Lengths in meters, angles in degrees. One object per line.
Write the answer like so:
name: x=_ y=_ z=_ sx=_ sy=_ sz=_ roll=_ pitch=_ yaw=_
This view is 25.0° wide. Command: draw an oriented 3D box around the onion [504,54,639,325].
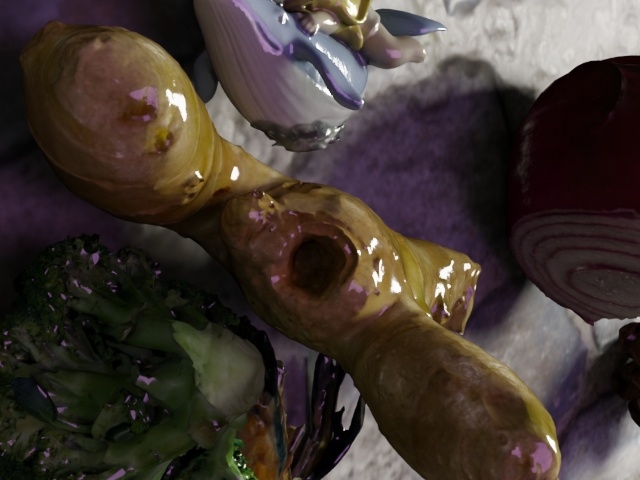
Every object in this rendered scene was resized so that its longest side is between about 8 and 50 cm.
onion: x=0.258 y=-0.062 z=1.196 sx=0.206 sy=0.216 sz=0.207 roll=41 pitch=55 yaw=-29

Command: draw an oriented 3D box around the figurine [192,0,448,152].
figurine: x=-0.010 y=-0.148 z=0.916 sx=0.208 sy=0.128 sz=0.184 roll=-10 pitch=103 yaw=-57

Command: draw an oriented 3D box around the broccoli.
broccoli: x=-0.107 y=0.087 z=0.826 sx=0.195 sy=0.156 sz=0.195 roll=27 pitch=47 yaw=-33

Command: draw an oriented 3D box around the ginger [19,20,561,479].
ginger: x=-0.021 y=0.005 z=0.891 sx=0.122 sy=0.363 sz=0.348 roll=-57 pitch=-176 yaw=2

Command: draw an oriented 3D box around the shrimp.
shrimp: x=-0.019 y=0.119 z=0.991 sx=0.152 sy=0.046 sz=0.219 roll=-48 pitch=144 yaw=-39

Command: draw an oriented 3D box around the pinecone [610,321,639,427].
pinecone: x=0.375 y=0.131 z=1.392 sx=0.195 sy=0.179 sz=0.150 roll=-23 pitch=117 yaw=-70
